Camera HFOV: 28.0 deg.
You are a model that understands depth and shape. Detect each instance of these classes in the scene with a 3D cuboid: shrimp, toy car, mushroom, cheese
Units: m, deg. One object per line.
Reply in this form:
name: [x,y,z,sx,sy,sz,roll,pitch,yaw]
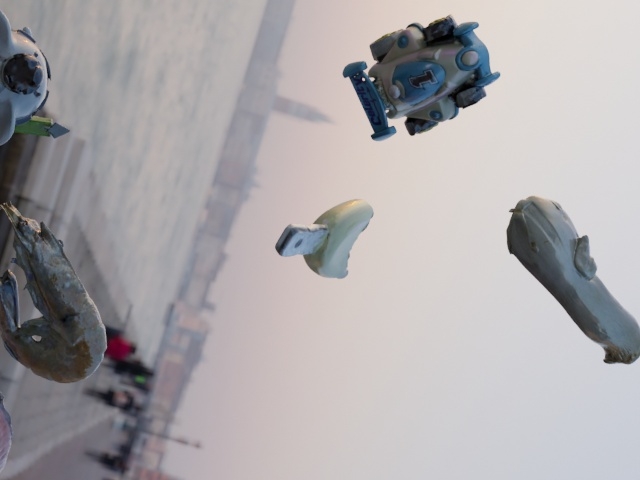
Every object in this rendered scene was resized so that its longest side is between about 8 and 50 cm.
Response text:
shrimp: [-0.326,0.063,1.462,0.223,0.126,0.047,66,17,-10]
toy car: [0.117,-0.185,1.484,0.161,0.126,0.098,-13,-164,48]
mushroom: [0.356,0.058,1.792,0.099,0.278,0.096,-37,180,5]
cheese: [0.001,0.001,1.728,0.127,0.049,0.235,-57,159,16]

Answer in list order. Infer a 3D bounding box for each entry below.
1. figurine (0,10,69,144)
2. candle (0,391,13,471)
figurine: [-0.346,-0.174,1.359,0.192,0.126,0.147,11,-69,52]
candle: [-0.478,0.238,1.314,0.317,0.287,0.131,-58,180,30]
